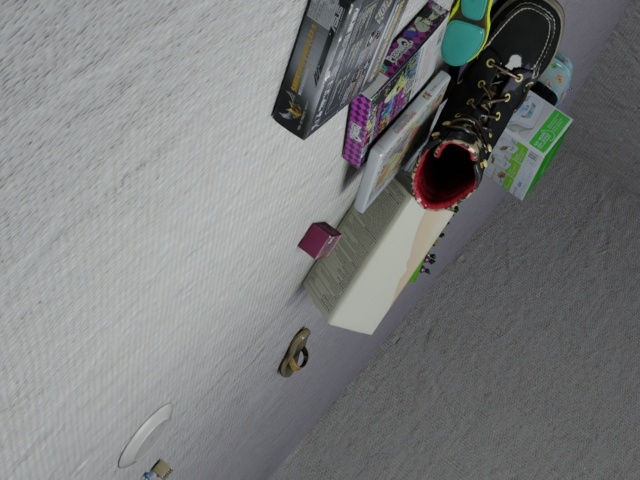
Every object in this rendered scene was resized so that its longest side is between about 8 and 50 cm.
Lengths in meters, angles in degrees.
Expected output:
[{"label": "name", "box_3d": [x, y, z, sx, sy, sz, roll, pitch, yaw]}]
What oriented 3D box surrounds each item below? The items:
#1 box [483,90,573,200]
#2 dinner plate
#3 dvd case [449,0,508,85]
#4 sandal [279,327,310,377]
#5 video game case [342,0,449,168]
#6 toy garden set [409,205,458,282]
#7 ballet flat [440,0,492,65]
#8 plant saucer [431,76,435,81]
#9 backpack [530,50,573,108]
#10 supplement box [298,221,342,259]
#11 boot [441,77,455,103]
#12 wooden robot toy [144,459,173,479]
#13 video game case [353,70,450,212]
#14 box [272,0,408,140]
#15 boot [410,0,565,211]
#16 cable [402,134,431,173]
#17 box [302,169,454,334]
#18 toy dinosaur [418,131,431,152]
[{"label": "box", "box_3d": [0.424, -0.242, 2.430, 0.127, 0.231, 0.262, -50, 167, -15]}, {"label": "dinner plate", "box_3d": [-0.300, 0.345, 1.850, 0.141, 0.017, 0.141, -52, 168, -16]}, {"label": "dvd case", "box_3d": [0.338, -0.413, 2.130, 0.253, 0.022, 0.180, -51, 168, -11]}, {"label": "sandal", "box_3d": [-0.052, 0.275, 2.504, 0.072, 0.049, 0.180, -43, 164, -41]}, {"label": "video game case", "box_3d": [0.120, -0.247, 1.720, 0.210, 0.042, 0.232, -50, 168, -19]}, {"label": "toy garden set", "box_3d": [0.255, -0.044, 2.209, 0.244, 0.049, 0.204, -57, 168, -60]}, {"label": "ballet flat", "box_3d": [0.261, -0.391, 1.796, 0.231, 0.077, 0.077, 100, 15, -61]}, {"label": "plant saucer", "box_3d": [0.156, -0.220, 1.946, 0.200, 0.037, 0.200, -51, 168, -15]}, {"label": "backpack", "box_3d": [0.522, -0.391, 2.540, 0.144, 0.166, 0.188, -54, 171, -4]}, {"label": "supplement box", "box_3d": [0.000, 0.000, 1.952, 0.055, 0.043, 0.083, -56, 169, 11]}, {"label": "boot", "box_3d": [0.222, -0.261, 2.093, 0.114, 0.037, 0.106, -48, 170, -44]}, {"label": "wooden robot toy", "box_3d": [-0.333, 0.508, 2.025, 0.173, 0.079, 0.076, -45, 165, -34]}, {"label": "video game case", "box_3d": [0.141, -0.169, 1.863, 0.206, 0.026, 0.227, -49, 169, -22]}, {"label": "box", "box_3d": [0.037, -0.260, 1.340, 0.183, 0.056, 0.231, -44, 165, -40]}, {"label": "boot", "box_3d": [0.293, -0.242, 1.897, 0.377, 0.138, 0.284, -54, -175, 49]}, {"label": "cable", "box_3d": [0.217, -0.110, 2.328, 0.257, 0.089, 0.257, -46, 163, -47]}, {"label": "box", "box_3d": [0.108, 0.018, 2.088, 0.121, 0.148, 0.311, 18, 115, -37]}, {"label": "toy dinosaur", "box_3d": [0.182, -0.200, 2.146, 0.082, 0.047, 0.090, -41, 132, -15]}]
